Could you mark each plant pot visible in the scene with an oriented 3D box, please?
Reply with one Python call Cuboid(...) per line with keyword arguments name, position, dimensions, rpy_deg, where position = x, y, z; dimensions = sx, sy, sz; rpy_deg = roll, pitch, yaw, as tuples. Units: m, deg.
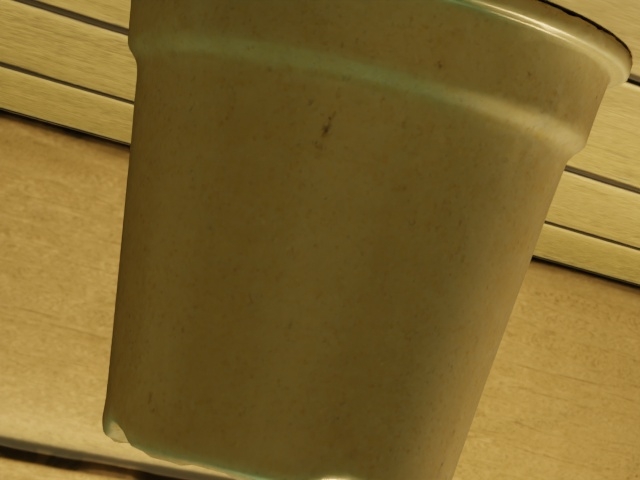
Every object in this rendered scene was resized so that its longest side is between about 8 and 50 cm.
Cuboid(name="plant pot", position=(0.000, 0.000, 1.209), dimensions=(0.334, 0.305, 0.334), rpy_deg=(13, 176, 1))
